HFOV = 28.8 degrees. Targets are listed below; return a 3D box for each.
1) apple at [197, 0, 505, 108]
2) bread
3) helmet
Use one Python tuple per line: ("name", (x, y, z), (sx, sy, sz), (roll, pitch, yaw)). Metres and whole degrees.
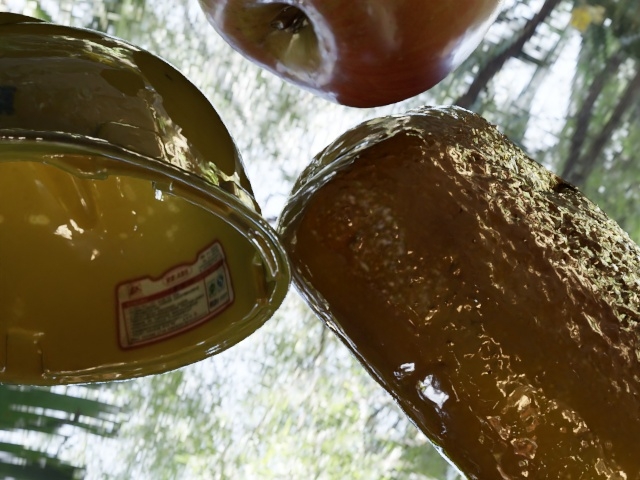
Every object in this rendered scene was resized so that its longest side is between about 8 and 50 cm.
("apple", (0.026, -0.178, 0.714), (0.199, 0.199, 0.199), (11, -134, -11))
("bread", (0.136, 0.045, 0.807), (0.337, 0.148, 0.328), (47, -167, 7))
("helmet", (-0.129, -0.034, 0.594), (0.205, 0.257, 0.140), (-18, -121, 16))
